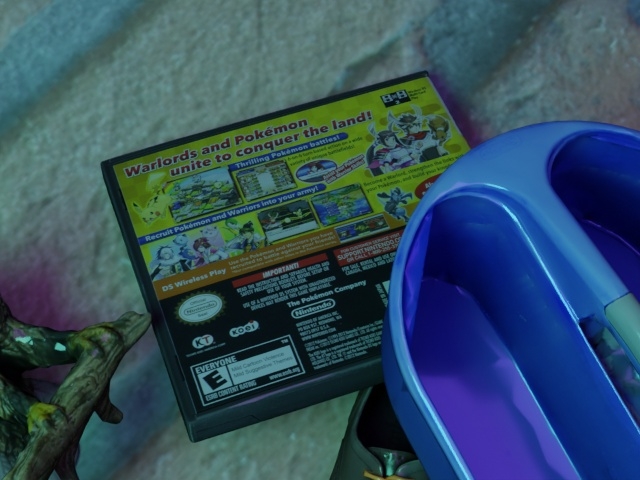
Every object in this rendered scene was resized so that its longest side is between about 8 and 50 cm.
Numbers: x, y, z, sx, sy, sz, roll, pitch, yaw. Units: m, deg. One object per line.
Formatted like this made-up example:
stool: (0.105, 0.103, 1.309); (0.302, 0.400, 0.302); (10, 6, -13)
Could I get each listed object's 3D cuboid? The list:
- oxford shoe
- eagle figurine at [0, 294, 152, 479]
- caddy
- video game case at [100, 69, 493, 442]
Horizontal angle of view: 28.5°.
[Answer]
oxford shoe: (0.035, 0.192, 0.872); (0.097, 0.098, 0.271); (7, 57, 7)
eagle figurine: (-0.275, 0.050, 0.849); (0.298, 0.226, 0.225); (20, 90, 10)
caddy: (0.179, 0.094, 0.767); (0.241, 0.179, 0.341); (-26, 77, -14)
video game case: (0.000, 0.000, 0.935); (0.275, 0.035, 0.248); (-17, 54, -10)
